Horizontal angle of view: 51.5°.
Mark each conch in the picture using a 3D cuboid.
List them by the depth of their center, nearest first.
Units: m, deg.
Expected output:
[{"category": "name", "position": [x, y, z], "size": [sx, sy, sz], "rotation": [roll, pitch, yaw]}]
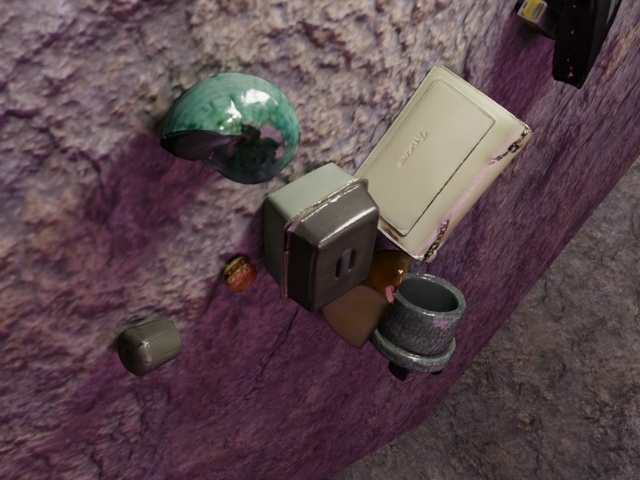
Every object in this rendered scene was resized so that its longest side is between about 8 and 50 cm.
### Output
[{"category": "conch", "position": [-0.130, -0.167, 1.007], "size": [0.196, 0.134, 0.202], "rotation": [-1, 156, 5]}]

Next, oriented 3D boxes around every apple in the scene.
[{"category": "apple", "position": [0.125, 0.145, 1.747], "size": [0.254, 0.179, 0.346], "rotation": [-11, 150, -18]}]

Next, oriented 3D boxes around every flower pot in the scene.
[{"category": "flower pot", "position": [0.280, 0.268, 2.061], "size": [0.299, 0.299, 0.283], "rotation": [-18, 131, -42]}]

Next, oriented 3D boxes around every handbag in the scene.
[{"category": "handbag", "position": [0.252, -0.160, 1.427], "size": [0.358, 0.237, 0.160], "rotation": [-53, 150, 16]}]

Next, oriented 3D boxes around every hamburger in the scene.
[{"category": "hamburger", "position": [-0.166, 0.069, 1.378], "size": [0.076, 0.044, 0.083], "rotation": [-38, 151, -8]}]

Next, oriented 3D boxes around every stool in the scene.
[{"category": "stool", "position": [-0.331, 0.205, 1.288], "size": [0.110, 0.096, 0.096], "rotation": [-20, 145, -50]}]

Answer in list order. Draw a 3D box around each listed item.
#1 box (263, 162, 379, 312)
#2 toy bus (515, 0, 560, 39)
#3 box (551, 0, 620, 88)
[{"category": "box", "position": [0.000, 0.000, 1.377], "size": [0.220, 0.166, 0.290], "rotation": [-30, 149, -25]}, {"category": "toy bus", "position": [0.489, -0.493, 1.469], "size": [0.172, 0.072, 0.057], "rotation": [0, 125, -55]}, {"category": "box", "position": [0.605, -0.554, 1.434], "size": [0.350, 0.091, 0.359], "rotation": [-60, 157, -19]}]
